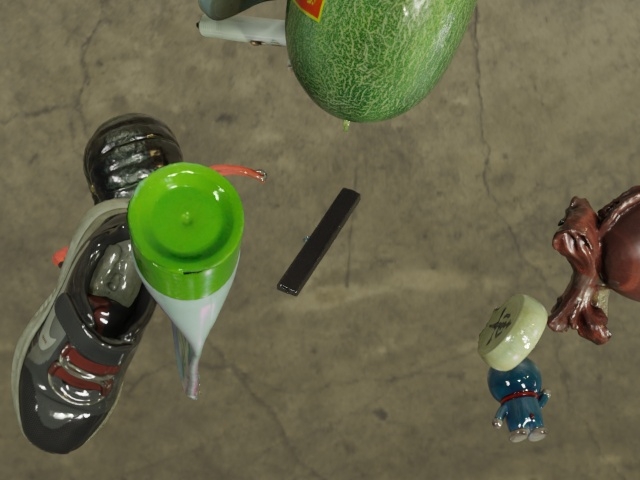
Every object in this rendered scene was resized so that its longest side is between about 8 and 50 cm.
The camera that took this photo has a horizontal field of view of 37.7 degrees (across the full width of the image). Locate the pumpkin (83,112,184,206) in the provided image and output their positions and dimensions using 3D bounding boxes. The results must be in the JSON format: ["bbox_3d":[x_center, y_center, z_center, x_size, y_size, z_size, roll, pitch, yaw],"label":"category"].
[{"bbox_3d":[-0.297,-0.098,1.534,0.161,0.220,0.221,-19,123,-13],"label":"pumpkin"}]

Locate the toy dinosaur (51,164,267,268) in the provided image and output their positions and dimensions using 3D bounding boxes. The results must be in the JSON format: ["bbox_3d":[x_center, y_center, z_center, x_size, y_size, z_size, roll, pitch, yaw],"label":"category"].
[{"bbox_3d":[-0.206,-0.017,1.048,0.286,0.139,0.070,-22,92,25],"label":"toy dinosaur"}]

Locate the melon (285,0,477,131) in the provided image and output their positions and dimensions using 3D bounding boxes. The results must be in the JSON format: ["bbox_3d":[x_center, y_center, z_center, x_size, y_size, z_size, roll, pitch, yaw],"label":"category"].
[{"bbox_3d":[0.057,-0.232,0.900,0.182,0.182,0.288,15,118,-4],"label":"melon"}]

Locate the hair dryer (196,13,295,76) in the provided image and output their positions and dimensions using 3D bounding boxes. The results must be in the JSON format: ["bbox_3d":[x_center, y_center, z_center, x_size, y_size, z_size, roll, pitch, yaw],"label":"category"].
[{"bbox_3d":[-0.061,-0.281,1.222,0.236,0.073,0.131,12,85,32],"label":"hair dryer"}]

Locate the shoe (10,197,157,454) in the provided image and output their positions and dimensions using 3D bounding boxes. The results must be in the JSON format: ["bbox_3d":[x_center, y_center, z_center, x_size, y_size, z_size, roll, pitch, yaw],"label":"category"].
[{"bbox_3d":[-0.188,0.069,0.783,0.099,0.112,0.228,23,79,-19],"label":"shoe"}]

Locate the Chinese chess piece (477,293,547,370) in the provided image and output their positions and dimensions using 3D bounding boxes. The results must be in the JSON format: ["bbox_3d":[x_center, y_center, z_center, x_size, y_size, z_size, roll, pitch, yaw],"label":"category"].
[{"bbox_3d":[0.196,0.094,0.959,0.034,0.084,0.084,35,121,-5],"label":"Chinese chess piece"}]

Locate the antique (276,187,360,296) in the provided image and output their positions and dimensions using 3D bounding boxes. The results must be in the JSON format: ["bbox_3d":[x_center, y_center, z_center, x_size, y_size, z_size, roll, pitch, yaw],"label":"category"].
[{"bbox_3d":[0.000,0.000,1.291,0.031,0.192,0.015,24,148,16],"label":"antique"}]

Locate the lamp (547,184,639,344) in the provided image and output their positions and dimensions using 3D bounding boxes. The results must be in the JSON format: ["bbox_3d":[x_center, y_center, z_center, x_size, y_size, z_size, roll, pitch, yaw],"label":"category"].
[{"bbox_3d":[0.401,0.020,1.179,0.223,0.151,0.215,2,115,23],"label":"lamp"}]

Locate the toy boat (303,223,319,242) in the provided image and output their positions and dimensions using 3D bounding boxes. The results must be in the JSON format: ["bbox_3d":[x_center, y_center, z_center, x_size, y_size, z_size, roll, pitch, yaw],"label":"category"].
[{"bbox_3d":[0.004,-0.018,1.791,0.083,0.038,0.038,-29,118,1],"label":"toy boat"}]

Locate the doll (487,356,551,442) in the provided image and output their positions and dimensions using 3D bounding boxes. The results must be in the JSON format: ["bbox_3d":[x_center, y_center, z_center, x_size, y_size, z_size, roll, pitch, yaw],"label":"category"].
[{"bbox_3d":[0.315,0.245,1.495,0.114,0.152,0.085,-1,149,-16],"label":"doll"}]

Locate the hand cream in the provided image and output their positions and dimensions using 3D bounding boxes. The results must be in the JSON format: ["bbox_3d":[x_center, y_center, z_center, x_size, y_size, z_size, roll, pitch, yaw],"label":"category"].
[{"bbox_3d":[-0.075,0.028,0.514,0.050,0.079,0.275,17,161,-4],"label":"hand cream"}]

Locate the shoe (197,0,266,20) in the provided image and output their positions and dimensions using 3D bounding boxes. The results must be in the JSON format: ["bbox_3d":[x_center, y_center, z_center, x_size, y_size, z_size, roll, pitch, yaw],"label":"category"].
[{"bbox_3d":[-0.080,-0.319,1.090,0.078,0.195,0.079,40,142,14],"label":"shoe"}]
